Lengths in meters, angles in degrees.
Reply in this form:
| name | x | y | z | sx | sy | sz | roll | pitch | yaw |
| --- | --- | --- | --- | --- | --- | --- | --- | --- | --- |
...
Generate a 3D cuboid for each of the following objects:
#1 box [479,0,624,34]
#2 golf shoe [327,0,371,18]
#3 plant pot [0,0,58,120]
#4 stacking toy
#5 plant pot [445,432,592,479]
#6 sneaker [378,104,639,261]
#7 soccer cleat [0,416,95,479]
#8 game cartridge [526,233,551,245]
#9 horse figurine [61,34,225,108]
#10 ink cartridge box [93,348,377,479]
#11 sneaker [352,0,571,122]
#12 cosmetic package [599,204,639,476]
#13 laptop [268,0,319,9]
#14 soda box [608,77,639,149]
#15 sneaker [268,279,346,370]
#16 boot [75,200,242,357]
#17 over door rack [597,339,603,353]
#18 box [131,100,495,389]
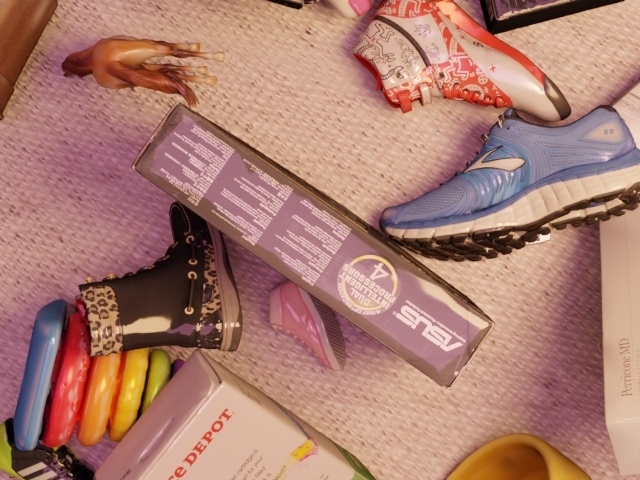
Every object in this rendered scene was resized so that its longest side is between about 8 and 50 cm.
| name | x | y | z | sx | sy | sz | roll | pitch | yaw |
| --- | --- | --- | --- | --- | --- | --- | --- | --- | --- |
| box | 0.269 | -0.409 | 1.310 | 0.184 | 0.103 | 0.261 | -14 | 88 | 4 |
| golf shoe | -0.065 | -0.373 | 1.320 | 0.140 | 0.115 | 0.306 | -43 | 81 | 8 |
| plant pot | -0.420 | -0.262 | 1.296 | 0.167 | 0.167 | 0.165 | 30 | 82 | 1 |
| stacking toy | -0.212 | 0.188 | 1.299 | 0.302 | 0.175 | 0.165 | 12 | 96 | -13 |
| plant pot | 0.266 | 0.394 | 1.237 | 0.239 | 0.254 | 0.254 | 38 | 90 | -14 |
| sneaker | 0.224 | -0.071 | 1.281 | 0.330 | 0.130 | 0.147 | -18 | 68 | 21 |
| soccer cleat | -0.331 | 0.284 | 1.323 | 0.179 | 0.060 | 0.072 | 25 | 112 | 3 |
| game cartridge | 0.251 | -0.021 | 1.347 | 0.083 | 0.017 | 0.056 | 2 | 86 | 1 |
| horse figurine | -0.213 | -0.209 | 1.253 | 0.174 | 0.263 | 0.066 | -1 | 106 | -16 |
| ink cartridge box | -0.093 | 0.289 | 1.242 | 0.278 | 0.117 | 0.201 | 39 | 90 | -26 |
| sneaker | 0.167 | -0.197 | 1.316 | 0.270 | 0.090 | 0.145 | 40 | 91 | 5 |
| cosmetic package | 0.452 | 0.070 | 1.140 | 0.284 | 0.377 | 0.097 | -8 | 126 | 20 |
| laptop | -0.021 | -0.482 | 1.157 | 0.236 | 0.408 | 0.382 | -23 | 79 | 33 |
| soda box | 0.460 | -0.193 | 1.308 | 0.286 | 0.091 | 0.098 | -40 | 88 | 0 |
| sneaker | -0.020 | 0.109 | 1.335 | 0.070 | 0.051 | 0.134 | -20 | 102 | 22 |
| boot | -0.201 | 0.039 | 1.245 | 0.179 | 0.085 | 0.236 | -5 | 46 | -20 |
| over door rack | 0.522 | 0.145 | 1.305 | 0.324 | 0.108 | 0.239 | -32 | 90 | -14 |
| box | 0.000 | 0.000 | 1.200 | 0.395 | 0.318 | 0.097 | 35 | 91 | 0 |
